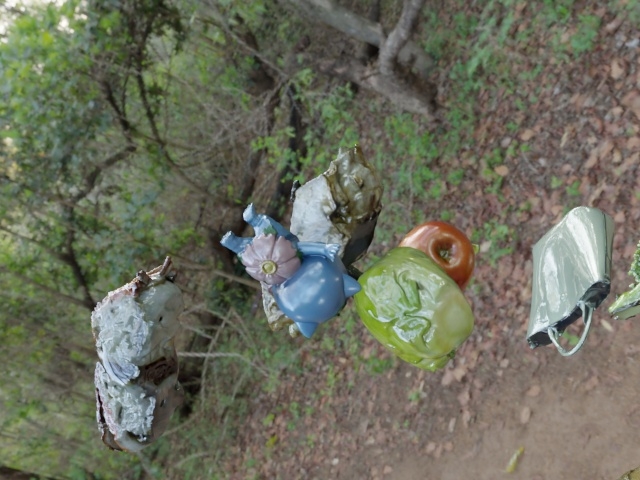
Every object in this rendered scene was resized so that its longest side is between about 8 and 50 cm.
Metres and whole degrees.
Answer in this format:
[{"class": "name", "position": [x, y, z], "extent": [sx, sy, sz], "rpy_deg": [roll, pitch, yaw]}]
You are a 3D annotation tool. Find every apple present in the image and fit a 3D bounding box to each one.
[{"class": "apple", "position": [0.226, 0.042, 1.291], "extent": [0.139, 0.163, 0.163], "rpy_deg": [104, 179, -62]}]

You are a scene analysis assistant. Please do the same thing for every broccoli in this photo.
[{"class": "broccoli", "position": [0.798, 0.064, 1.571], "extent": [0.273, 0.242, 0.180], "rpy_deg": [-24, 59, 18]}]

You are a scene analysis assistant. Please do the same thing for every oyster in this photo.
[{"class": "oyster", "position": [-0.002, -0.002, 1.090], "extent": [0.133, 0.198, 0.337], "rpy_deg": [28, 80, 36]}]

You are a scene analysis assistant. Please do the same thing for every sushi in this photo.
[{"class": "sushi", "position": [-0.293, 0.192, 1.072], "extent": [0.124, 0.129, 0.332], "rpy_deg": [-32, -55, -68]}]

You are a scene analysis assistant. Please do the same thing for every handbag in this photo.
[{"class": "handbag", "position": [0.484, 0.090, 1.290], "extent": [0.315, 0.109, 0.241], "rpy_deg": [-60, -1, -42]}]

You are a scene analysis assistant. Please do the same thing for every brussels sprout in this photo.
[{"class": "brussels sprout", "position": [0.149, 0.118, 1.083], "extent": [0.223, 0.161, 0.223], "rpy_deg": [61, 168, 23]}]

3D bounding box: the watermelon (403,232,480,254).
[{"class": "watermelon", "position": [0.246, 0.030, 1.431], "extent": [0.092, 0.181, 0.075], "rpy_deg": [12, 93, 63]}]

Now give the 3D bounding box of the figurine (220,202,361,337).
[{"class": "figurine", "position": [-0.041, 0.029, 0.841], "extent": [0.114, 0.178, 0.144], "rpy_deg": [-50, 16, -3]}]

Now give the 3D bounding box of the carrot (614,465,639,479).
[{"class": "carrot", "position": [0.672, 0.497, 1.175], "extent": [0.224, 0.340, 0.224], "rpy_deg": [173, 90, -70]}]

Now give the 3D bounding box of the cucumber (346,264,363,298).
[{"class": "cucumber", "position": [0.119, 0.131, 1.403], "extent": [0.067, 0.245, 0.067], "rpy_deg": [-52, -4, -6]}]
